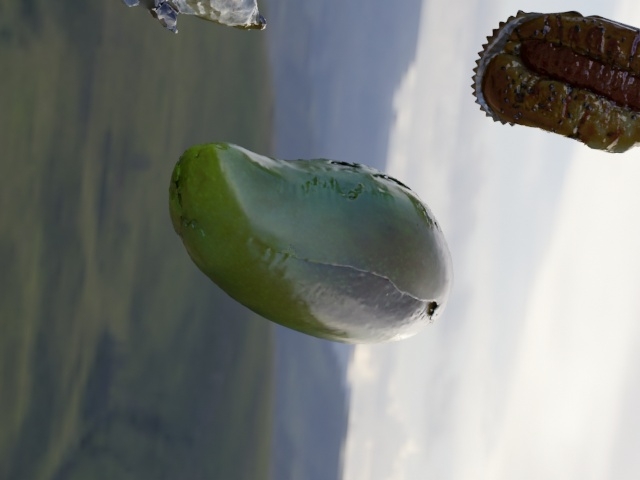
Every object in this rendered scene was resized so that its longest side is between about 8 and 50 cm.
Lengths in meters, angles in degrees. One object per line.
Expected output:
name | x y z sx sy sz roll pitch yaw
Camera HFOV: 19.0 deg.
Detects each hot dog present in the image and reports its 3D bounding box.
hot dog | 0.206 -0.115 1.404 0.053 0.192 0.099 -52 151 -57

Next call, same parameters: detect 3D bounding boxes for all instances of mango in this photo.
mango | 0.000 0.000 1.238 0.125 0.233 0.111 -43 -138 16

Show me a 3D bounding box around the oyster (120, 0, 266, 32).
oyster | -0.106 -0.201 1.010 0.209 0.072 0.133 60 15 7
